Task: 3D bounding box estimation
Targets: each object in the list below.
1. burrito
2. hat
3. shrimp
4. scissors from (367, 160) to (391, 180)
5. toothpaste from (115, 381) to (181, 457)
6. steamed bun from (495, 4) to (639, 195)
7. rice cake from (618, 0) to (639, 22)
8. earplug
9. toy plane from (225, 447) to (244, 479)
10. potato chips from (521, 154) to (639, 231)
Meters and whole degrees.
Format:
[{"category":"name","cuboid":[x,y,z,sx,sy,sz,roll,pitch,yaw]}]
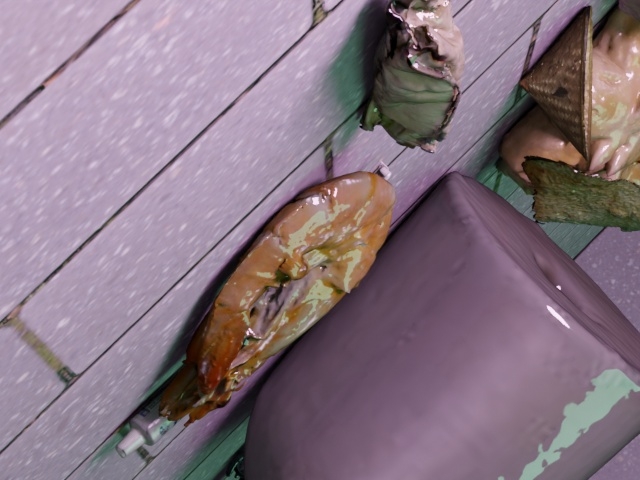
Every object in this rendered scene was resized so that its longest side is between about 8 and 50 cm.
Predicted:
[{"category":"burrito","cuboid":[0.063,-0.112,1.133,0.058,0.063,0.229,-15,164,-8]},{"category":"hat","cuboid":[0.219,-0.147,1.598,0.146,0.067,0.146,2,90,-79]},{"category":"shrimp","cuboid":[-0.043,0.048,1.320,0.267,0.061,0.145,-45,159,21]},{"category":"scissors","cuboid":[0.000,0.000,1.395,0.176,0.022,0.085,-48,173,26]},{"category":"toothpaste","cuboid":[-0.096,0.112,1.421,0.197,0.029,0.048,-42,-179,-24]},{"category":"steamed bun","cuboid":[0.321,-0.142,1.793,0.295,0.137,0.292,-46,166,12]},{"category":"rice cake","cuboid":[0.303,-0.263,1.488,0.072,0.056,0.365,-51,169,-3]},{"category":"earplug","cuboid":[0.114,0.177,1.704,0.394,0.312,0.312,-48,169,13]},{"category":"toy plane","cuboid":[-0.067,0.323,1.984,0.382,0.155,0.106,-28,168,-3]},{"category":"potato chips","cuboid":[0.270,-0.041,1.761,0.209,0.026,0.142,20,154,-36]}]
